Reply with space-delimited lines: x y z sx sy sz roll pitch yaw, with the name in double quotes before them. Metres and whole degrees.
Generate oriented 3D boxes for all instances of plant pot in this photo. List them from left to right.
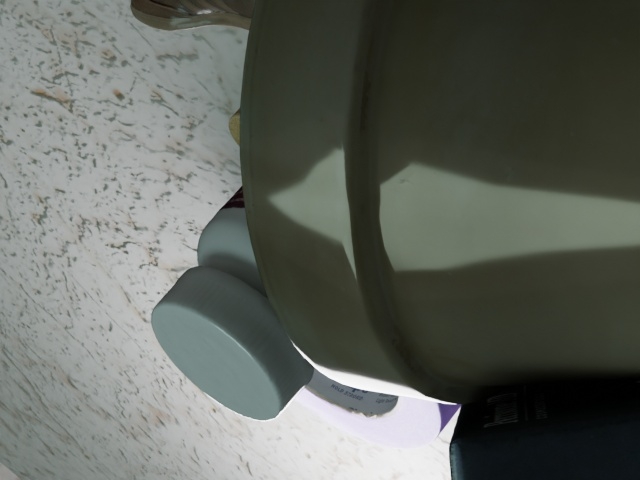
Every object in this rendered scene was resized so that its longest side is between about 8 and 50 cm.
"plant pot" 0.163 -0.061 0.854 0.280 0.323 0.323 9 141 32

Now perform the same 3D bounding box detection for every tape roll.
"tape roll" 0.021 0.068 1.607 0.275 0.090 0.275 31 153 18

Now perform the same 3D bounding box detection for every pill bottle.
"pill bottle" 0.000 0.000 1.097 0.121 0.221 0.121 31 152 19

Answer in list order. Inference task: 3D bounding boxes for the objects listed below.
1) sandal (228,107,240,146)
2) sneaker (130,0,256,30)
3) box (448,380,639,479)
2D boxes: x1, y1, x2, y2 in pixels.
"sandal" 0.003 -0.050 1.457 0.240 0.079 0.088 19 146 37
"sneaker" -0.080 -0.206 1.364 0.188 0.066 0.071 9 123 39
"box" 0.281 0.161 0.936 0.293 0.396 0.212 -11 -88 -84
